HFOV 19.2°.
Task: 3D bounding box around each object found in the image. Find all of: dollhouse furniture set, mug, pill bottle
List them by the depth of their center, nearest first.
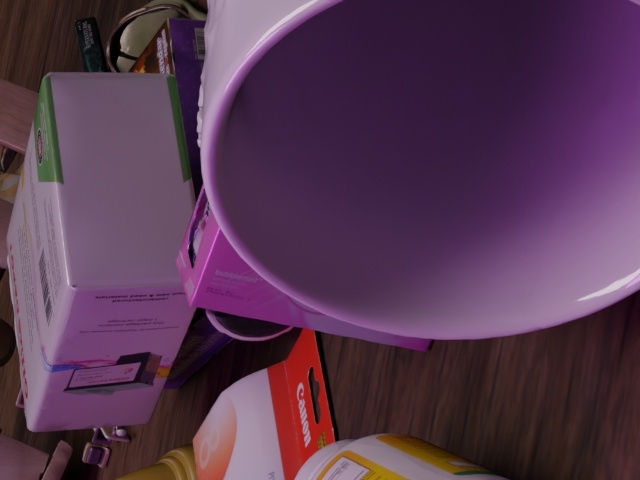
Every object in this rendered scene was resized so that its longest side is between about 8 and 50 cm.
[{"bbox_3d":[0.080,-0.124,1.095,0.374,0.276,0.328,80,-173,-47],"label":"mug"},{"bbox_3d":[0.055,0.181,1.140,0.208,0.117,0.118,-168,90,-68],"label":"pill bottle"},{"bbox_3d":[-0.251,0.190,1.904,0.081,0.114,0.091,44,118,60],"label":"dollhouse furniture set"},{"bbox_3d":[-0.349,0.085,2.090,0.362,0.256,0.394,123,169,-64],"label":"dollhouse furniture set"}]

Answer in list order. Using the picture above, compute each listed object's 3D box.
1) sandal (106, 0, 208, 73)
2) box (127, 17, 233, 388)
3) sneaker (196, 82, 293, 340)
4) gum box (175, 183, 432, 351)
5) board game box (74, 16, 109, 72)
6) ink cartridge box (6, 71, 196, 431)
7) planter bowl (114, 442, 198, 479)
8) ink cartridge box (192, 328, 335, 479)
[{"bbox_3d":[-0.169,-0.199,1.937,0.303,0.086,0.120,-163,86,-68],"label":"sandal"},{"bbox_3d":[-0.137,-0.030,1.748,0.201,0.057,0.293,137,130,-56],"label":"box"},{"bbox_3d":[-0.057,-0.066,1.566,0.118,0.110,0.292,-173,90,-81],"label":"sneaker"},{"bbox_3d":[0.000,0.000,1.274,0.062,0.188,0.107,-115,42,-57],"label":"gum box"},{"bbox_3d":[-0.240,-0.147,2.090,0.186,0.026,0.126,-108,6,-52],"label":"board game box"},{"bbox_3d":[-0.188,0.016,1.606,0.278,0.117,0.201,117,147,-57],"label":"ink cartridge box"},{"bbox_3d":[-0.152,0.271,1.643,0.217,0.090,0.217,-168,90,-68],"label":"planter bowl"},{"bbox_3d":[-0.048,0.165,1.507,0.145,0.045,0.179,-101,29,-44],"label":"ink cartridge box"}]
